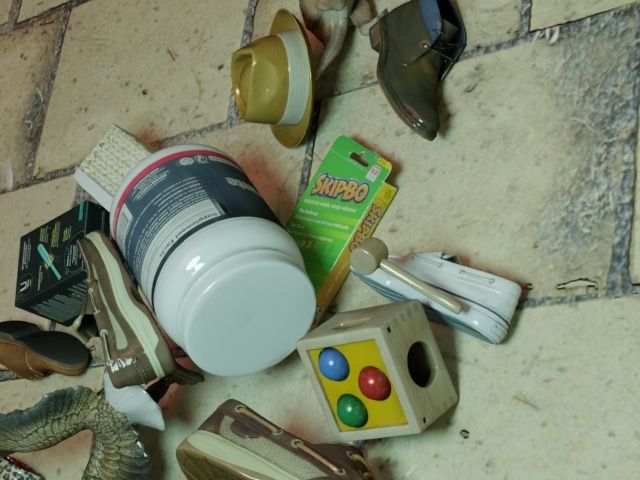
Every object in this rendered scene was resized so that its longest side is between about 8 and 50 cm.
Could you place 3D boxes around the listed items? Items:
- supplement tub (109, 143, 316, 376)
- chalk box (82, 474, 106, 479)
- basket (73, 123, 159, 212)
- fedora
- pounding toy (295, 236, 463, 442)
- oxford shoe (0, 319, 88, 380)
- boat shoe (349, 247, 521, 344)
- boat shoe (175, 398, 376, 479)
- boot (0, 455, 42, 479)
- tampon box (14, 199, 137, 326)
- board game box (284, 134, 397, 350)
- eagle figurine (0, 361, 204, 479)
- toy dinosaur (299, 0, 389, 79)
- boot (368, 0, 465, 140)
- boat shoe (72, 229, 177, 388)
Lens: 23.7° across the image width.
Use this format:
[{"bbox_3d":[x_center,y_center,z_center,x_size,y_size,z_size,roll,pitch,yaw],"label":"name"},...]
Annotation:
[{"bbox_3d":[-0.134,0.021,1.873,0.191,0.191,0.272,-52,41,13],"label":"supplement tub"},{"bbox_3d":[-0.158,0.395,1.726,0.179,0.289,0.180,147,144,-77],"label":"chalk box"},{"bbox_3d":[-0.256,-0.080,2.170,0.103,0.113,0.167,-55,41,3],"label":"basket"},{"bbox_3d":[-0.070,-0.211,2.007,0.194,0.079,0.194,173,90,-69],"label":"fedora"},{"bbox_3d":[0.064,0.107,1.658,0.181,0.094,0.206,-13,103,42],"label":"pounding toy"},{"bbox_3d":[-0.409,0.174,2.243,0.212,0.076,0.076,13,110,47],"label":"oxford shoe"},{"bbox_3d":[0.135,0.049,1.726,0.226,0.083,0.076,25,77,38],"label":"boat shoe"},{"bbox_3d":[0.011,0.268,1.656,0.342,0.123,0.123,21,51,26],"label":"boat shoe"},{"bbox_3d":[-0.507,0.383,2.209,0.236,0.085,0.178,19,82,43],"label":"boot"},{"bbox_3d":[-0.354,0.035,2.216,0.161,0.101,0.120,-25,53,37],"label":"tampon box"},{"bbox_3d":[0.000,0.000,1.914,0.124,0.039,0.259,36,100,49],"label":"board game box"},{"bbox_3d":[-0.298,0.251,1.988,0.298,0.225,0.226,-48,52,2],"label":"eagle figurine"},{"bbox_3d":[0.005,-0.348,2.037,0.200,0.127,0.295,-8,80,56],"label":"toy dinosaur"},{"bbox_3d":[0.128,-0.225,1.863,0.106,0.082,0.219,-42,43,27],"label":"boot"},{"bbox_3d":[-0.267,0.084,1.883,0.095,0.095,0.257,-28,43,-8],"label":"boat shoe"}]
